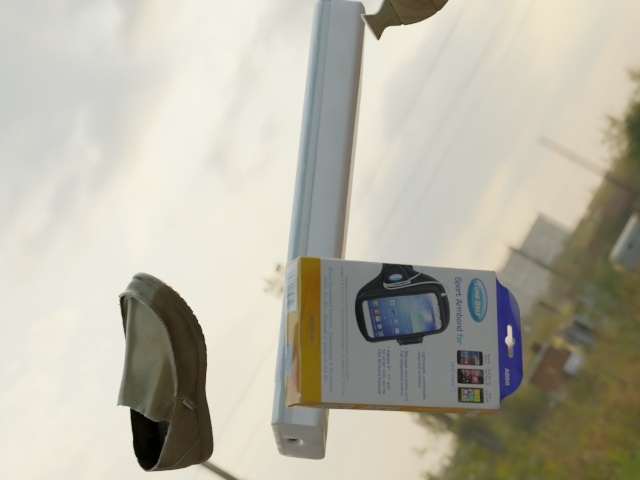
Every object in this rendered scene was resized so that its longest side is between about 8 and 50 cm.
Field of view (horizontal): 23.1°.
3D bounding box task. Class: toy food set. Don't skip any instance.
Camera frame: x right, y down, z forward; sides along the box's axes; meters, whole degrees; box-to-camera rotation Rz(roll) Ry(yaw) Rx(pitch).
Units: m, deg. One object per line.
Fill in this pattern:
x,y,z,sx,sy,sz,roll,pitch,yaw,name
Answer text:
0.068,-0.175,0.898,0.122,0.078,0.019,-27,20,-7,toy food set

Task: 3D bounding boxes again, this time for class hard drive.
0.000,0.000,1.182,0.203,0.040,0.308,89,-174,-76,hard drive

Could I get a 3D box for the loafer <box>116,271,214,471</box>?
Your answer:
-0.104,0.091,1.015,0.050,0.056,0.148,-33,-57,-38,loafer

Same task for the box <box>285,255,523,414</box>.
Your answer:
0.047,0.054,0.872,0.028,0.136,0.081,152,121,-64,box
